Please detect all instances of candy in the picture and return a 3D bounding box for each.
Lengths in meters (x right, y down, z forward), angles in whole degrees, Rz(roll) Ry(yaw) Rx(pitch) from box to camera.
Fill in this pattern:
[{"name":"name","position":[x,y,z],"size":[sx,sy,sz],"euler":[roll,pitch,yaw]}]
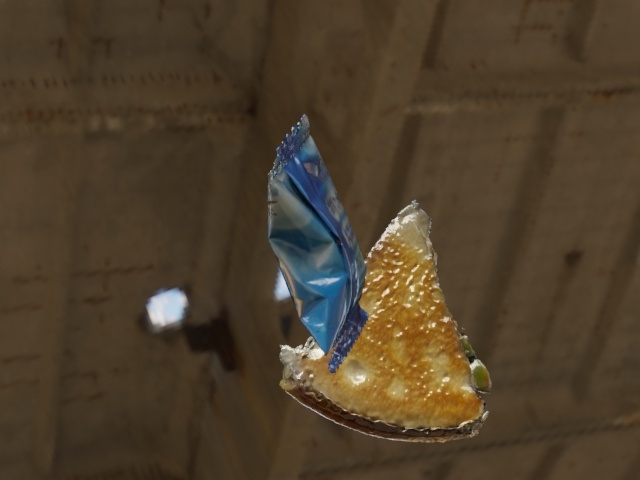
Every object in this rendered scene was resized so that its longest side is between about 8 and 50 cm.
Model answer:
[{"name":"candy","position":[0.000,0.001,0.885],"size":[0.038,0.088,0.136],"euler":[-10,-73,23]}]

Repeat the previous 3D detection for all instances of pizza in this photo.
[{"name":"pizza","position":[0.056,0.062,1.190],"size":[0.185,0.195,0.052],"euler":[17,-22,-20]}]
